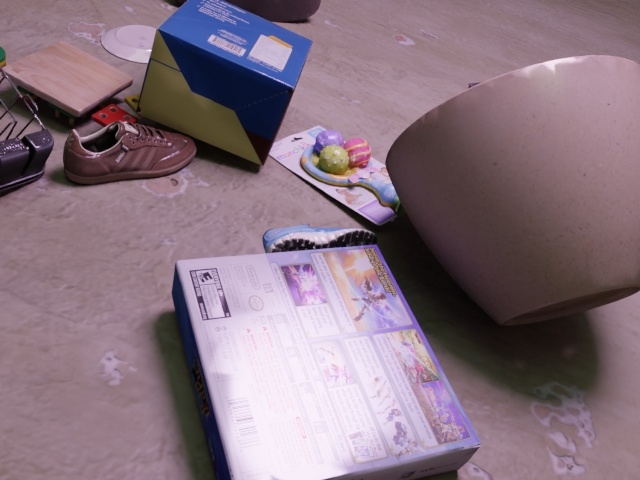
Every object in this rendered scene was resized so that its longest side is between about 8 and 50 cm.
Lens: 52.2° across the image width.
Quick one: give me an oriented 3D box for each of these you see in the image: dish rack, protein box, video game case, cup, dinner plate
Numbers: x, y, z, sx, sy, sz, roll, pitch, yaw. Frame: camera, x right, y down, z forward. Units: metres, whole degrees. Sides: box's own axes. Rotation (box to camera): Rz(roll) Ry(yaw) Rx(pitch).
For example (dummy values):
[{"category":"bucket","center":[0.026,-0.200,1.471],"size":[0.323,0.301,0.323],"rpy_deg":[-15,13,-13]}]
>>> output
[{"category":"dish rack","center":[-0.456,-0.176,0.754],"size":[0.272,0.074,0.208],"rpy_deg":[55,32,-2]},{"category":"protein box","center":[-0.137,-0.249,0.981],"size":[0.199,0.136,0.201],"rpy_deg":[22,35,-7]},{"category":"video game case","center":[-0.006,0.126,0.673],"size":[0.244,0.061,0.270],"rpy_deg":[-5,48,-23]},{"category":"cup","center":[0.267,-0.030,0.802],"size":[0.330,0.331,0.237],"rpy_deg":[-5,72,-24]},{"category":"dinner plate","center":[-0.320,-0.358,1.171],"size":[0.141,0.017,0.141],"rpy_deg":[9,42,-8]}]

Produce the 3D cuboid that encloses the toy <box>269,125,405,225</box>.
[{"category":"toy","center":[0.044,-0.120,0.989],"size":[0.237,0.056,0.137],"rpy_deg":[38,44,24]}]

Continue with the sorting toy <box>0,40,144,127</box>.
[{"category":"sorting toy","center":[-0.366,-0.226,0.972],"size":[0.274,0.046,0.132],"rpy_deg":[28,41,5]}]

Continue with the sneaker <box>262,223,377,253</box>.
[{"category":"sneaker","center":[0.000,0.000,0.831],"size":[0.162,0.063,0.073],"rpy_deg":[2,25,-30]}]

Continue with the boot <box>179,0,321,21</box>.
[{"category":"boot","center":[-0.151,-0.535,1.371],"size":[0.305,0.112,0.115],"rpy_deg":[3,31,-12]}]

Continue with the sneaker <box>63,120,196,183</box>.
[{"category":"sneaker","center":[-0.251,-0.127,0.884],"size":[0.188,0.071,0.066],"rpy_deg":[-20,52,-35]}]

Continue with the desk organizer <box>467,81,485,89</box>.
[{"category":"desk organizer","center":[0.327,-0.243,1.231],"size":[0.047,0.050,0.130],"rpy_deg":[-13,48,-31]}]
